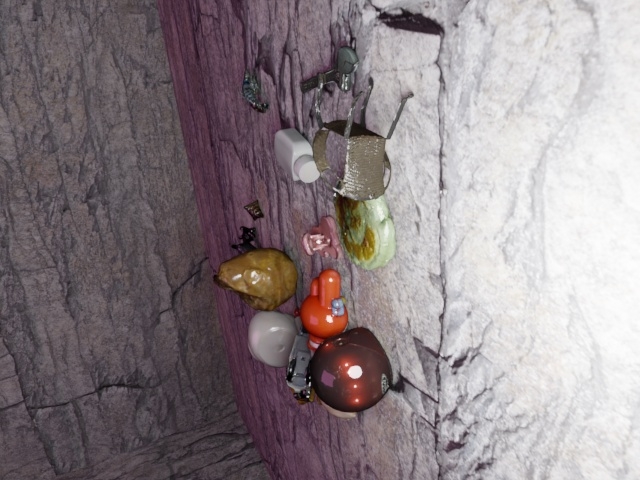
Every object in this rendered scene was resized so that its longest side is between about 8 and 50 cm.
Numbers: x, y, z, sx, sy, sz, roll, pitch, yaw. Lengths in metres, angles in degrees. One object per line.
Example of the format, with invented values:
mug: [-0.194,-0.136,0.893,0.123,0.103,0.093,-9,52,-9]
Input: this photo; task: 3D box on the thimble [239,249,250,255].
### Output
thimble: [-0.247,0.141,1.908,0.189,0.163,0.125,54,-179,-44]

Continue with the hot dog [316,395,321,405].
hot dog: [0.004,0.561,1.775,0.037,0.021,0.083,34,135,30]

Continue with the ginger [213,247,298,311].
ginger: [-0.205,0.116,1.699,0.269,0.223,0.200,42,160,-24]

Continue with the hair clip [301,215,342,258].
hair clip: [0.011,-0.003,1.379,0.138,0.102,0.123,-5,-98,-79]

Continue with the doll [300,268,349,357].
doll: [0.011,0.209,1.385,0.161,0.130,0.290,-145,54,-61]

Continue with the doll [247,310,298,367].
doll: [-0.166,0.349,1.842,0.251,0.221,0.221,49,173,-30]

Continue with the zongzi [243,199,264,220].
zongzi: [-0.260,-0.106,1.951,0.083,0.067,0.073,53,148,8]

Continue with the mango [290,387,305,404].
mango: [-0.080,0.597,1.947,0.101,0.066,0.187,52,155,30]

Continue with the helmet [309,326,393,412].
helmet: [0.076,0.335,1.252,0.216,0.193,0.189,2,113,24]

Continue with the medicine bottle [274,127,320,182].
medicine bottle: [-0.066,-0.230,1.365,0.183,0.070,0.119,-127,32,-46]

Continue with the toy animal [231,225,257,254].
toy animal: [-0.303,0.054,2.077,0.121,0.117,0.210,-53,52,55]

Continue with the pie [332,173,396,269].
pie: [0.093,-0.044,1.117,0.240,0.054,0.240,168,90,-68]

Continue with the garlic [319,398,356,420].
garlic: [0.047,0.438,1.474,0.228,0.110,0.217,174,86,-69]

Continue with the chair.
chair: [0.071,-0.194,0.933,0.149,0.174,0.213,39,127,51]

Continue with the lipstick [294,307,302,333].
lipstick: [-0.059,0.320,1.728,0.057,0.063,0.186,108,148,-52]

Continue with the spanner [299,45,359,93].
spanner: [0.010,-0.378,1.142,0.325,0.026,0.093,-160,59,-66]

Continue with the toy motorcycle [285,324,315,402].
toy motorcycle: [-0.042,0.364,1.565,0.157,0.091,0.263,67,-149,-59]

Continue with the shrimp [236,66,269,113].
shrimp: [-0.223,-0.486,1.587,0.082,0.076,0.174,-48,57,39]
